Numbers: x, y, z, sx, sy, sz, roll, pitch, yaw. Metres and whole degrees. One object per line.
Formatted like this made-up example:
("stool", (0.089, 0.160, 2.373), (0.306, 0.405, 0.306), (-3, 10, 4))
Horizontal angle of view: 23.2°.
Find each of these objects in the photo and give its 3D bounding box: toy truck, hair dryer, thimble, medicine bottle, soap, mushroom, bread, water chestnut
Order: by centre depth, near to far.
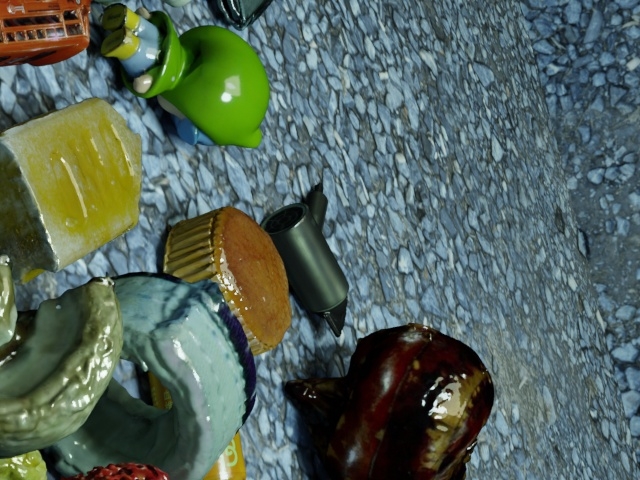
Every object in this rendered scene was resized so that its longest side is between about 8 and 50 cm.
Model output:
("mushroom", (-0.320, 0.110, 1.374), (0.267, 0.189, 0.164), (14, 64, -25))
("thimble", (-0.183, 0.148, 1.618), (0.237, 0.237, 0.150), (64, 27, -18))
("toy truck", (-0.335, -0.247, 1.706), (0.252, 0.107, 0.114), (-21, 94, -64))
("soap", (-0.282, -0.065, 1.731), (0.160, 0.080, 0.257), (69, 26, -9))
("medicine bottle", (-0.147, 0.198, 1.821), (0.096, 0.096, 0.192), (15, 62, -61))
("bread", (-0.111, 0.053, 1.979), (0.199, 0.104, 0.199), (47, 33, -44))
("water chestnut", (0.088, 0.241, 2.146), (0.300, 0.300, 0.300), (43, 38, -47))
("hair dryer", (0.000, 0.000, 2.298), (0.196, 0.078, 0.248), (62, 22, -26))

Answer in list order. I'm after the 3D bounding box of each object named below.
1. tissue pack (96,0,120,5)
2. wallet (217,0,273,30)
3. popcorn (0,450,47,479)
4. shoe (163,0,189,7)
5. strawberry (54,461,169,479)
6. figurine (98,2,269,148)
("tissue pack", (-0.255, -0.414, 1.766), (0.388, 0.287, 0.162), (15, 63, -62))
("wallet", (-0.119, -0.472, 2.346), (0.342, 0.075, 0.237), (-64, 137, -59))
("popcorn", (-0.319, 0.225, 1.454), (0.106, 0.121, 0.116), (38, -7, 11))
("shoe", (-0.229, -0.439, 2.080), (0.110, 0.095, 0.265), (23, 48, -52))
("strawberry", (-0.209, 0.296, 1.519), (0.187, 0.201, 0.184), (-24, 122, -47))
("figurine", (-0.170, -0.213, 2.004), (0.263, 0.143, 0.162), (30, 41, -41))
